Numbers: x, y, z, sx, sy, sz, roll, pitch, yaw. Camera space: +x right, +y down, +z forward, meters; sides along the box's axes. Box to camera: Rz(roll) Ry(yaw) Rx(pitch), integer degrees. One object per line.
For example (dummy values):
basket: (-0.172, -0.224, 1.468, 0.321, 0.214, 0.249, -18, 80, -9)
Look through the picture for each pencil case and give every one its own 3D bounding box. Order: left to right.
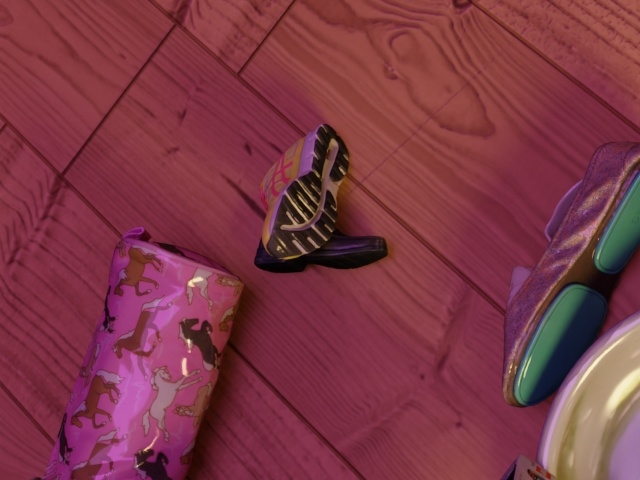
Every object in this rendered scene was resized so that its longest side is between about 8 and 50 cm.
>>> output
pencil case: (-0.218, 0.186, 2.039, 0.160, 0.167, 0.386, 16, 86, 66)

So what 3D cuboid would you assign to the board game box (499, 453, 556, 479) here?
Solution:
board game box: (0.123, 0.367, 1.711, 0.053, 0.193, 0.305, 36, 104, 3)

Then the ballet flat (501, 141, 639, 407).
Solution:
ballet flat: (0.269, 0.031, 1.868, 0.106, 0.107, 0.316, 33, 90, 48)

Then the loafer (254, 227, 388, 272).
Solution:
loafer: (0.000, 0.000, 2.020, 0.170, 0.062, 0.061, -2, 74, 25)

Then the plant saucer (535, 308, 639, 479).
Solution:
plant saucer: (0.417, 0.250, 1.734, 0.400, 0.100, 0.400, -6, 76, 26)

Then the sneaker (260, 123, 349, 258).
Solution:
sneaker: (-0.033, -0.044, 2.005, 0.094, 0.081, 0.208, -21, 28, 33)
